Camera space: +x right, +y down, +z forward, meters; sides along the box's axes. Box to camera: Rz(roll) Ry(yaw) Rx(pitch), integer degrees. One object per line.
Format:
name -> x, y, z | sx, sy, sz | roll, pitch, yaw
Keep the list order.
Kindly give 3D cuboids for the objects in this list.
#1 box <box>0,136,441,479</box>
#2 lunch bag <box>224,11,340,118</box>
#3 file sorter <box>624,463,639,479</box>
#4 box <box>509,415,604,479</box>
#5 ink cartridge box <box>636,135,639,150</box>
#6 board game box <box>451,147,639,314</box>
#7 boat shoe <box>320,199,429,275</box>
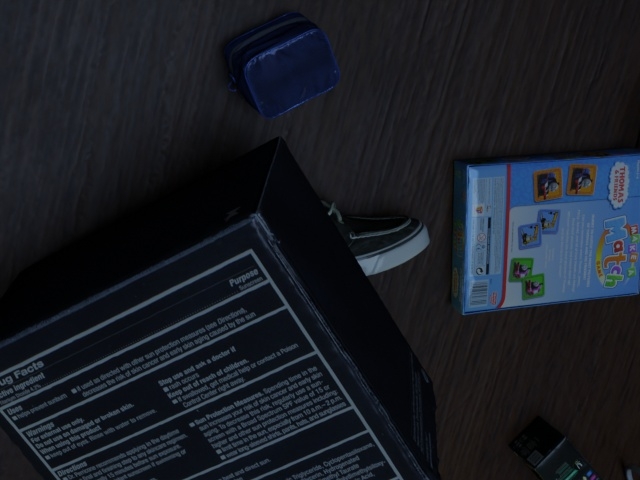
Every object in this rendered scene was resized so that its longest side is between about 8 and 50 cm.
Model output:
box -> -0.092, 0.117, 0.871 | 0.296, 0.183, 0.294 | -25, 113, 15
lunch bag -> -0.040, -0.161, 0.921 | 0.098, 0.065, 0.067 | -27, 126, -10
file sorter -> 0.521, 0.294, 1.145 | 0.277, 0.193, 0.173 | -26, 108, -9
box -> 0.266, 0.251, 1.123 | 0.052, 0.062, 0.083 | -45, 112, -3
ink cartridge box -> 0.462, -0.098, 1.044 | 0.203, 0.148, 0.086 | 5, 101, -19
board game box -> 0.243, -0.012, 1.059 | 0.211, 0.039, 0.160 | -5, 106, -15
boat shoe -> 0.000, 0.000, 0.968 | 0.219, 0.078, 0.070 | -13, 109, -11
